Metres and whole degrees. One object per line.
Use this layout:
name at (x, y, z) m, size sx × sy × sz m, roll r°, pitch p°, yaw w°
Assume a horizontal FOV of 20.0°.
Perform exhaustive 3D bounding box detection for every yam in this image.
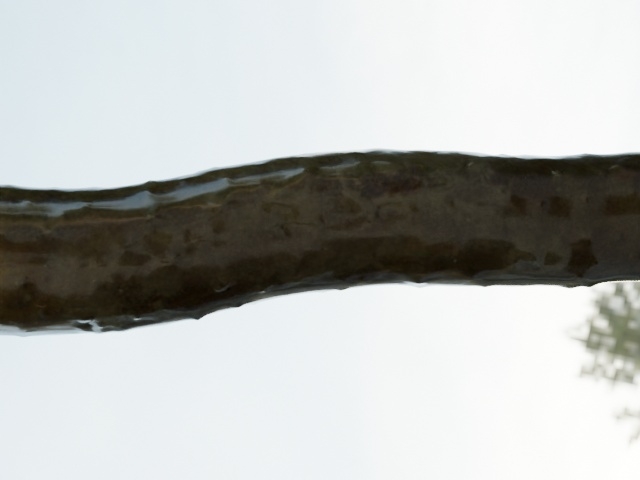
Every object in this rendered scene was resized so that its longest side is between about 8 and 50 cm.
yam at (0.000, 0.000, 0.493) m, size 0.045 × 0.327 × 0.045 m, roll 97°, pitch 170°, yaw -57°
